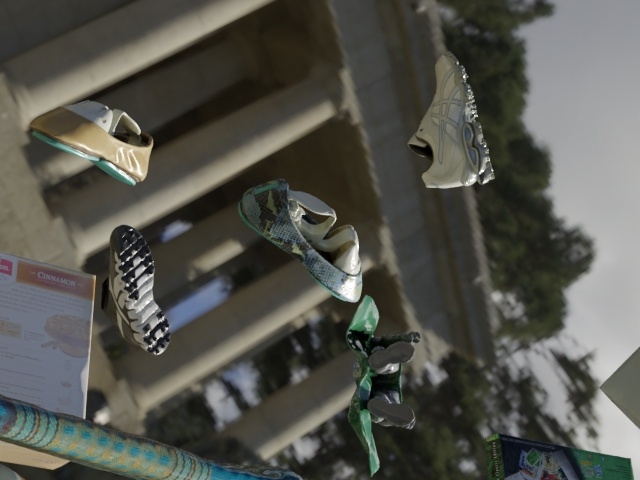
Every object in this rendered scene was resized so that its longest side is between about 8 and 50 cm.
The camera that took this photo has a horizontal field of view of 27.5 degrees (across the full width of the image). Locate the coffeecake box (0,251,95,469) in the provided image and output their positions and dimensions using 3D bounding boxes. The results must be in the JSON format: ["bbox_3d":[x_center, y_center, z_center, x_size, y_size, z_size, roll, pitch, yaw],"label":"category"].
[{"bbox_3d":[-0.298,0.112,1.250,0.068,0.142,0.186,-29,-127,48],"label":"coffeecake box"}]

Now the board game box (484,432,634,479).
[{"bbox_3d":[0.297,0.314,1.565,0.030,0.259,0.136,-29,-124,41],"label":"board game box"}]

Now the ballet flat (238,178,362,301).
[{"bbox_3d":[0.000,0.000,1.292,0.188,0.070,0.070,37,-3,-42],"label":"ballet flat"}]

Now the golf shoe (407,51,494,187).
[{"bbox_3d":[0.133,-0.133,1.443,0.069,0.086,0.176,61,18,-51],"label":"golf shoe"}]

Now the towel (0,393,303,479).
[{"bbox_3d":[-0.211,0.140,0.988,0.271,0.040,0.370,5,-17,39],"label":"towel"}]

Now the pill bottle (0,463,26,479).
[{"bbox_3d":[-0.287,0.291,1.155,0.265,0.153,0.153,49,-14,-34],"label":"pill bottle"}]

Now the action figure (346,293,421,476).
[{"bbox_3d":[0.051,0.118,1.103,0.232,0.063,0.137,77,16,-86],"label":"action figure"}]

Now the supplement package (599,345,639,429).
[{"bbox_3d":[0.336,0.098,0.921,0.149,0.203,0.194,44,3,-2],"label":"supplement package"}]

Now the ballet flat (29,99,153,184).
[{"bbox_3d":[-0.259,-0.124,1.502,0.080,0.073,0.232,25,-2,17],"label":"ballet flat"}]

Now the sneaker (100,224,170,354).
[{"bbox_3d":[-0.317,0.078,2.105,0.106,0.078,0.234,10,-54,31],"label":"sneaker"}]
